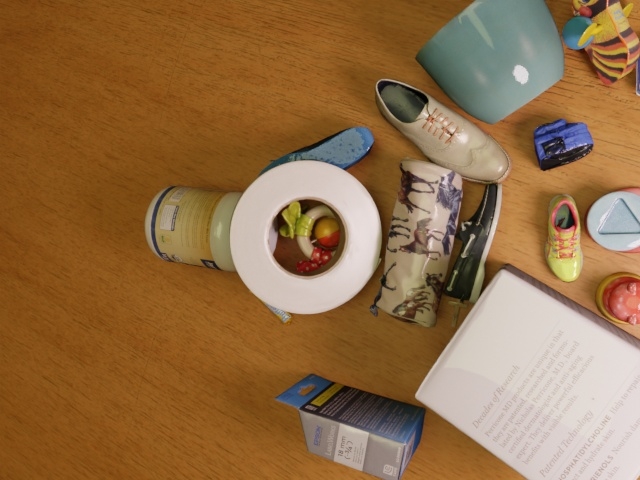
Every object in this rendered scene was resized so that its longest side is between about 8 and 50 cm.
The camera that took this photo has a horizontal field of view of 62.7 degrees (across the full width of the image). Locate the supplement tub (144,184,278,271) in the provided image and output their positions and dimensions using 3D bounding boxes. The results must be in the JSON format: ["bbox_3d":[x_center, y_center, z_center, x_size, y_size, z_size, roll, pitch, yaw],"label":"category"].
[{"bbox_3d":[-0.302,-0.033,1.482,0.317,0.228,0.228,8,93,22],"label":"supplement tub"}]

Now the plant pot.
[{"bbox_3d":[0.402,-0.409,1.191,0.293,0.293,0.235,-34,93,18],"label":"plant pot"}]

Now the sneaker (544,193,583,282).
[{"bbox_3d":[0.562,-0.005,1.217,0.082,0.094,0.208,-7,89,20],"label":"sneaker"}]

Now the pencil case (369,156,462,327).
[{"bbox_3d":[0.237,-0.001,1.308,0.184,0.160,0.410,14,95,47],"label":"pencil case"}]

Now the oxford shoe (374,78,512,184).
[{"bbox_3d":[0.287,-0.267,1.297,0.397,0.146,0.140,36,101,17],"label":"oxford shoe"}]

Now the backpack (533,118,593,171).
[{"bbox_3d":[0.561,-0.229,1.218,0.120,0.098,0.101,-16,80,21],"label":"backpack"}]

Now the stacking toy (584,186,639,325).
[{"bbox_3d":[0.733,0.025,1.132,0.280,0.130,0.308,-13,85,21],"label":"stacking toy"}]

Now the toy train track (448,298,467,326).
[{"bbox_3d":[0.348,0.180,1.344,0.048,0.014,0.083,12,100,14],"label":"toy train track"}]

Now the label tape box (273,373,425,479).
[{"bbox_3d":[0.073,0.460,1.328,0.334,0.241,0.105,11,96,22],"label":"label tape box"}]

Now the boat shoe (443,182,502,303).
[{"bbox_3d":[0.372,0.003,1.281,0.091,0.114,0.302,13,93,16],"label":"boat shoe"}]

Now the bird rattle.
[{"bbox_3d":[0.000,0.000,1.425,0.207,0.143,0.253,-27,83,2],"label":"bird rattle"}]

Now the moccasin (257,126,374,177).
[{"bbox_3d":[-0.005,-0.198,1.433,0.342,0.117,0.137,-19,95,15],"label":"moccasin"}]

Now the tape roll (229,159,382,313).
[{"bbox_3d":[-0.035,-0.008,1.333,0.392,0.072,0.391,-1,96,-12],"label":"tape roll"}]

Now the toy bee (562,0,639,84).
[{"bbox_3d":[0.605,-0.497,1.151,0.298,0.162,0.195,36,64,-4],"label":"toy bee"}]

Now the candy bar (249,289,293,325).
[{"bbox_3d":[-0.141,0.186,1.531,0.161,0.018,0.040,41,104,17],"label":"candy bar"}]

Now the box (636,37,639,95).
[{"bbox_3d":[0.818,-0.387,1.150,0.226,0.036,0.136,1,90,20],"label":"box"}]

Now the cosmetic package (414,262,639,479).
[{"bbox_3d":[0.479,0.286,1.123,0.394,0.329,0.327,33,102,19],"label":"cosmetic package"}]
